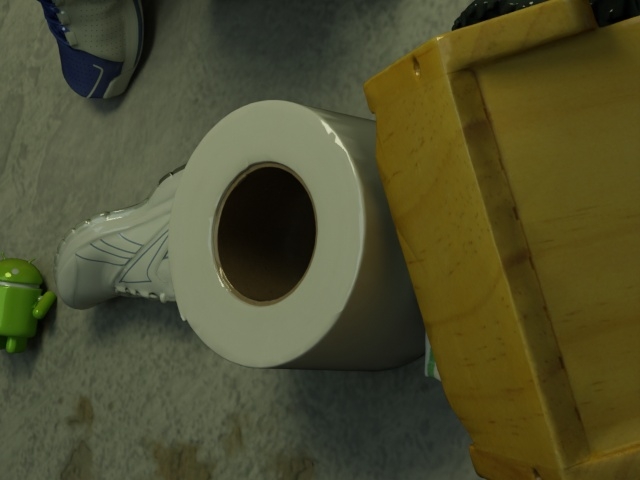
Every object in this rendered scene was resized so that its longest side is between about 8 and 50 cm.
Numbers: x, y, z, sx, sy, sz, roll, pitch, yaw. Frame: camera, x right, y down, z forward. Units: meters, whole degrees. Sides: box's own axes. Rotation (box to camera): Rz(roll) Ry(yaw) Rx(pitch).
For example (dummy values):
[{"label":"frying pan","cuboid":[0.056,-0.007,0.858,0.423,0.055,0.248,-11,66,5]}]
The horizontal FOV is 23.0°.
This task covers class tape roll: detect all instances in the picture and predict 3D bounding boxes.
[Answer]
[{"label":"tape roll","cuboid":[0.000,0.000,1.472,0.246,0.169,0.246,-5,83,41]}]

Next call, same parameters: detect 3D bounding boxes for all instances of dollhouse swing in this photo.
[{"label":"dollhouse swing","cuboid":[0.249,-0.016,1.216,0.315,0.305,0.347,166,86,-78]}]

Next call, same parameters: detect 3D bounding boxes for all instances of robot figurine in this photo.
[{"label":"robot figurine","cuboid":[-0.362,0.073,1.843,0.101,0.067,0.115,8,91,14]}]

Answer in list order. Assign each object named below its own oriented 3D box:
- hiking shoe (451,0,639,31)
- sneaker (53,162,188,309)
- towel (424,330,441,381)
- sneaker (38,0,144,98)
[{"label":"hiking shoe","cuboid":[0.235,-0.195,1.341,0.304,0.132,0.113,-17,100,59]},{"label":"sneaker","cuboid":[-0.174,0.018,1.666,0.297,0.111,0.129,-29,73,36]},{"label":"towel","cuboid":[0.231,0.038,1.298,0.324,0.038,0.248,12,108,34]},{"label":"sneaker","cuboid":[-0.290,-0.298,1.688,0.127,0.182,0.316,46,141,35]}]
